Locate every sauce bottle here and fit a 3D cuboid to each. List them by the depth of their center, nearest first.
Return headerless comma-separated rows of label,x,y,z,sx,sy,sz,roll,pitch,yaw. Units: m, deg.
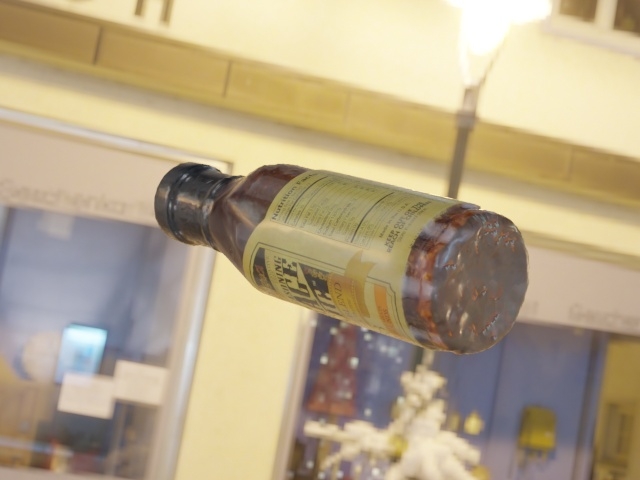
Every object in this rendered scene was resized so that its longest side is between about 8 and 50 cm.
sauce bottle,0.000,0.000,0.405,0.042,0.042,0.128,17,-2,-42
